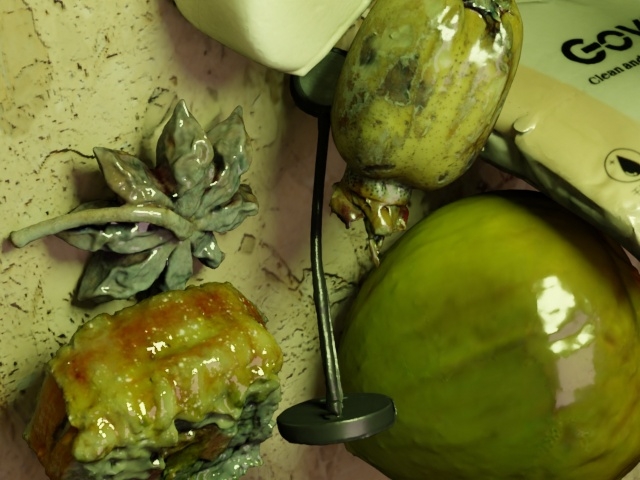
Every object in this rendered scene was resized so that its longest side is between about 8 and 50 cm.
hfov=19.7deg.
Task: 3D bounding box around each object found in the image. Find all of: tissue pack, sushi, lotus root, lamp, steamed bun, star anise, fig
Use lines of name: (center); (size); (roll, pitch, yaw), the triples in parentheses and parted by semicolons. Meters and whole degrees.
tissue pack: (0.288, -0.117, 1.801); (0.375, 0.390, 0.195); (-18, 136, -42)
sushi: (-0.133, 0.141, 1.655); (0.274, 0.139, 0.184); (-21, 146, -24)
lotus root: (0.081, -0.118, 1.630); (0.154, 0.154, 0.278); (0, 121, -41)
lamp: (-0.002, 0.011, 1.732); (0.130, 0.108, 0.371); (-8, 77, -6)
steamed bun: (-0.025, -0.278, 1.592); (0.242, 0.146, 0.164); (-52, 140, -11)
star anise: (-0.148, -0.020, 1.648); (0.262, 0.081, 0.230); (-15, 136, -38)
fig: (0.169, 0.114, 1.829); (0.343, 0.343, 0.343); (-18, 119, -34)
